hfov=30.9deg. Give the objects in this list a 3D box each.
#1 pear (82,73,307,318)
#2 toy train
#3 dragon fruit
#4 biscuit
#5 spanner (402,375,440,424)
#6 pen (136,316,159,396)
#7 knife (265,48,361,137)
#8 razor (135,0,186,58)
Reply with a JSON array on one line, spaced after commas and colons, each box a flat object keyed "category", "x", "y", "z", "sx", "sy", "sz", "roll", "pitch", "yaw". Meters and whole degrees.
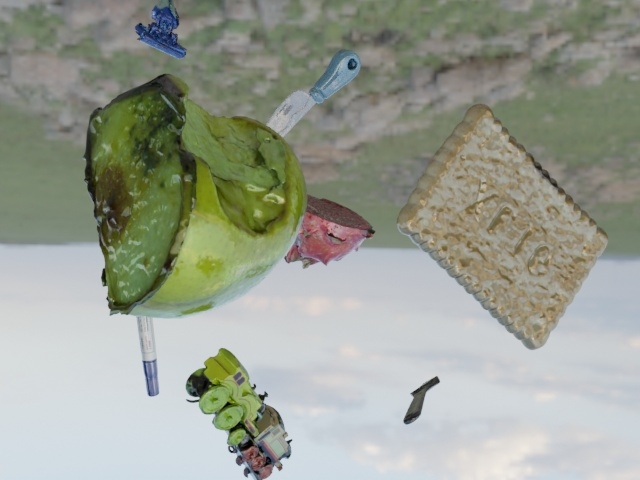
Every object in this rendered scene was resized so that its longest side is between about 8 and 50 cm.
[{"category": "pear", "x": -0.109, "y": -0.028, "z": 1.242, "sx": 0.164, "sy": 0.238, "sz": 0.255, "roll": -30, "pitch": 149, "yaw": 31}, {"category": "toy train", "x": -0.094, "y": 0.227, "z": 1.447, "sx": 0.053, "sy": 0.085, "sz": 0.250, "roll": 43, "pitch": 166, "yaw": 38}, {"category": "dragon fruit", "x": 0.000, "y": 0.000, "z": 1.807, "sx": 0.153, "sy": 0.111, "sz": 0.153, "roll": 18, "pitch": -163, "yaw": -6}, {"category": "biscuit", "x": 0.256, "y": -0.014, "z": 1.605, "sx": 0.325, "sy": 0.217, "sz": 0.044, "roll": 40, "pitch": 169, "yaw": -28}, {"category": "spanner", "x": 0.141, "y": 0.225, "z": 1.633, "sx": 0.046, "sy": 0.012, "sz": 0.208, "roll": -33, "pitch": 179, "yaw": 13}, {"category": "pen", "x": -0.255, "y": 0.135, "z": 1.688, "sx": 0.025, "sy": 0.204, "sz": 0.025, "roll": -3, "pitch": -159, "yaw": 1}, {"category": "knife", "x": -0.030, "y": -0.227, "z": 1.908, "sx": 0.032, "sy": 0.244, "sz": 0.058, "roll": 41, "pitch": 171, "yaw": 47}, {"category": "razor", "x": -0.267, "y": -0.427, "z": 1.766, "sx": 0.056, "sy": 0.324, "sz": 0.093, "roll": -32, "pitch": 151, "yaw": 25}]
